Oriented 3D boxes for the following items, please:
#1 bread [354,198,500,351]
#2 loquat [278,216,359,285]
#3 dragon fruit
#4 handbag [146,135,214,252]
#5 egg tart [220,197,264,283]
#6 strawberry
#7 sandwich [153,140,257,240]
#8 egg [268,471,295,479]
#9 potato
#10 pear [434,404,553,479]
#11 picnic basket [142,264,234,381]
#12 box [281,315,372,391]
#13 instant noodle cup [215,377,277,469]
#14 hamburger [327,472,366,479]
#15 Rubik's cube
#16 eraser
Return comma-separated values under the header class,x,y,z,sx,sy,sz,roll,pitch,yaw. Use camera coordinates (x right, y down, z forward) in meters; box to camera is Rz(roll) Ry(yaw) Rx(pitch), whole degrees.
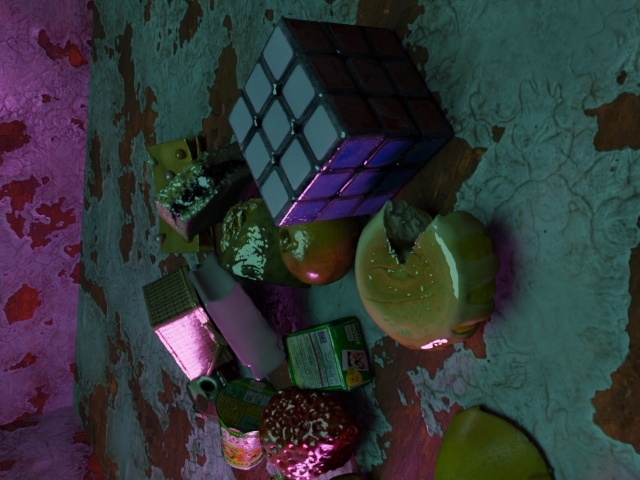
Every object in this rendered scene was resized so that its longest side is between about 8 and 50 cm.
class,x,y,z,sx,sy,sz,roll,pitch,yaw
bread,0.211,0.069,1.183,0.333,0.159,0.334,16,110,52
loquat,0.000,-0.006,1.419,0.213,0.213,0.213,14,108,50
dragon fruit,-0.366,0.509,2.047,0.295,0.130,0.269,42,133,39
handbag,-0.487,-0.156,2.071,0.282,0.133,0.402,2,99,47
egg tart,-0.162,0.001,1.656,0.231,0.098,0.252,-28,91,7
strawberry,-0.039,0.508,1.520,0.265,0.149,0.336,47,141,-1
sandwich,-0.313,-0.135,1.681,0.131,0.325,0.262,48,133,9
egg,-0.098,0.738,1.751,0.116,0.118,0.140,-141,61,-62
potato,-0.130,-0.024,1.552,0.269,0.112,0.256,14,95,8
pear,0.302,0.468,1.140,0.266,0.178,0.267,8,100,48
picnic basket,-0.413,0.266,1.908,0.228,0.175,0.313,55,170,50
box,0.012,0.305,1.534,0.250,0.102,0.180,-23,79,50
instant noodle cup,-0.234,0.583,1.841,0.207,0.206,0.233,44,135,38
hamburger,0.050,0.669,1.515,0.184,0.159,0.131,-34,74,28
Rubik's cube,0.027,-0.239,1.239,0.301,0.305,0.304,-46,60,45
eraser,-0.248,0.200,1.676,0.272,0.122,0.359,59,168,-22
